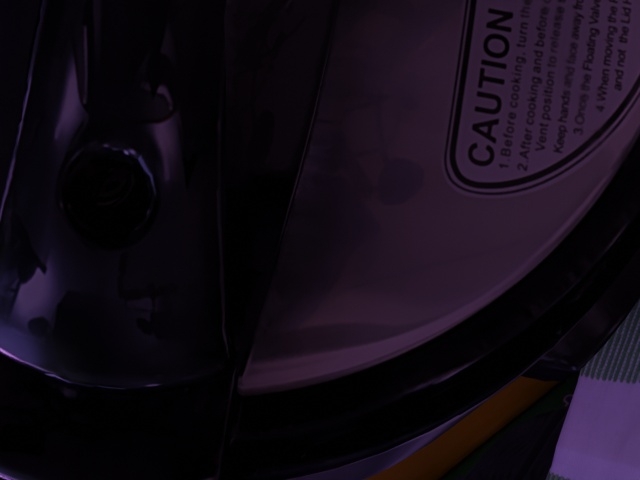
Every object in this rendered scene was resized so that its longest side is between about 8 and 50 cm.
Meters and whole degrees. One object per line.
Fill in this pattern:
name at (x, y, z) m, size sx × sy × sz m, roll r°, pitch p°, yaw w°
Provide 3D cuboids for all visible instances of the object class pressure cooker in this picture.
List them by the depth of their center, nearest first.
pressure cooker at (-0.045, -0.074, 0.562) m, size 0.370 × 0.375 × 0.420 m, roll 54°, pitch 171°, yaw 10°

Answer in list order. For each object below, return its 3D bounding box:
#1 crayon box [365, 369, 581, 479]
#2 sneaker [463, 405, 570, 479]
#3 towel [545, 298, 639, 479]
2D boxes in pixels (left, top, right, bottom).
crayon box at (0.067, 0.083, 1.093) m, size 0.083 × 0.203 × 0.323 m, roll 59°, pitch 168°, yaw -29°
sneaker at (0.235, 0.235, 0.726) m, size 0.257 × 0.169 × 0.447 m, roll 40°, pitch 167°, yaw -19°
towel at (0.145, 0.100, 0.569) m, size 0.038 × 0.324 × 0.248 m, roll 18°, pitch 174°, yaw -8°
